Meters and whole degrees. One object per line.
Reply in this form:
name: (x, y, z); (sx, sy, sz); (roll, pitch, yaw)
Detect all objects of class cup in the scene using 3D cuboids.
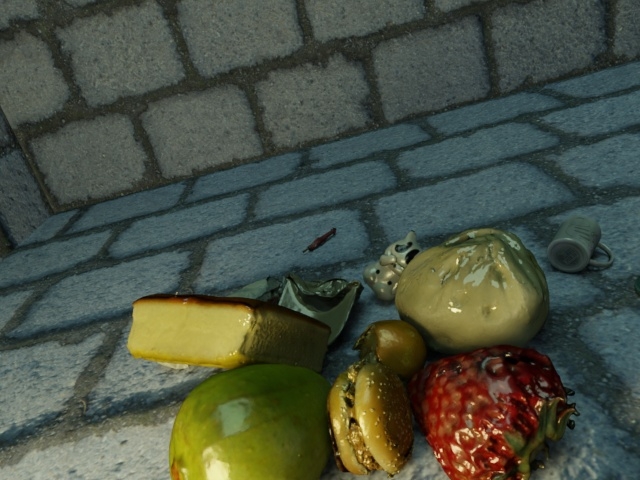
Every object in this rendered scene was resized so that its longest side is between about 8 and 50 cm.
cup: (0.648, 0.009, 1.300); (0.136, 0.099, 0.133); (5, 30, 40)

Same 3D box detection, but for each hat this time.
hat: (0.000, 0.186, 1.358); (0.214, 0.149, 0.245); (6, 68, 27)

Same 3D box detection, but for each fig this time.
fig: (-0.098, 0.335, 0.893); (0.258, 0.258, 0.326); (6, 14, 39)

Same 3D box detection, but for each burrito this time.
burrito: (-0.238, 0.201, 1.418); (0.445, 0.101, 0.139); (-29, 23, -29)

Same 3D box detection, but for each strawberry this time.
strawberry: (0.268, 0.254, 0.878); (0.253, 0.150, 0.280); (-36, 25, 1)

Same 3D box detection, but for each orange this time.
orange: (0.139, 0.232, 1.074); (0.156, 0.134, 0.156); (-45, 15, 16)

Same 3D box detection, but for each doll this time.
doll: (0.194, 0.072, 1.357); (0.110, 0.181, 0.107); (51, 33, 19)

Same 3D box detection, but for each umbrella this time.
umbrella: (0.000, 0.000, 1.794); (0.165, 0.027, 0.025); (-37, 6, -34)

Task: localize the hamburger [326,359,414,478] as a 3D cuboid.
hamburger: (0.092, 0.298, 0.905); (0.118, 0.182, 0.191); (-14, 27, 18)

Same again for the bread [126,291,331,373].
bread: (-0.187, 0.205, 1.124); (0.323, 0.143, 0.333); (-1, -17, 28)

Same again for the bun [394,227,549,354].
bun: (0.321, 0.098, 1.157); (0.326, 0.235, 0.362); (-18, 17, 8)

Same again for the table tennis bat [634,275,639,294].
table tennis bat: (0.764, 0.107, 1.104); (0.124, 0.033, 0.201); (-23, 23, -11)
